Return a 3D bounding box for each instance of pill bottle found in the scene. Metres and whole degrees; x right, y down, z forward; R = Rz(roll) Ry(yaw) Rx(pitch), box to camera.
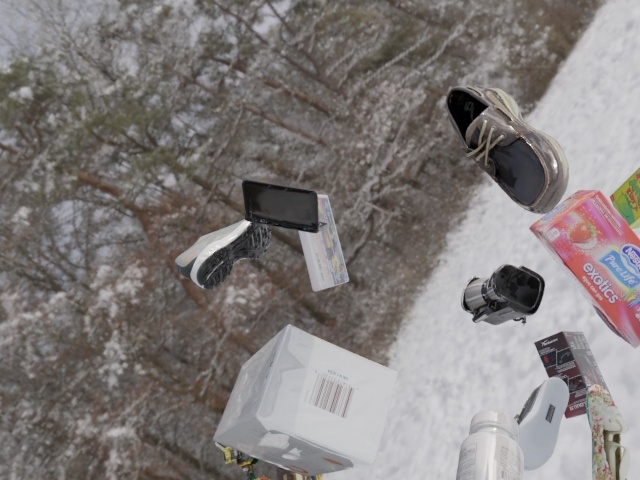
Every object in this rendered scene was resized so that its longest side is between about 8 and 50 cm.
[{"bbox_3d":[0.344,0.463,1.379,0.229,0.131,0.131,-64,-4,-51],"label":"pill bottle"}]

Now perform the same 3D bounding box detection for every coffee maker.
[{"bbox_3d":[0.440,0.128,1.577,0.178,0.171,0.120,135,137,-70],"label":"coffee maker"}]

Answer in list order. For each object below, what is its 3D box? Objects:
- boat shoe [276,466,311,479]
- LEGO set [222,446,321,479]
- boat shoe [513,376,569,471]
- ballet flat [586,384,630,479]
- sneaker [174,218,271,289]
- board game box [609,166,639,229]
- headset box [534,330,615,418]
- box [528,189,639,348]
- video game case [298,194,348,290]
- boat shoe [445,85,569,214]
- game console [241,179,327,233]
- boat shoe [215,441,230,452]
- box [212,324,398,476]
[{"bbox_3d":[-0.051,0.656,1.724,0.095,0.095,0.257,-35,45,41],"label":"boat shoe"},{"bbox_3d":[-0.093,0.554,1.505,0.192,0.255,0.331,58,-157,-68],"label":"LEGO set"},{"bbox_3d":[0.584,0.508,1.876,0.306,0.113,0.105,-56,3,-36],"label":"boat shoe"},{"bbox_3d":[0.626,0.431,1.461,0.077,0.091,0.240,-23,61,55],"label":"ballet flat"},{"bbox_3d":[-0.204,0.007,1.483,0.272,0.108,0.100,-35,-49,-46],"label":"sneaker"},{"bbox_3d":[0.718,-0.100,1.515,0.181,0.043,0.092,97,162,-68],"label":"board game box"},{"bbox_3d":[0.848,0.455,2.251,0.110,0.293,0.218,-31,-24,31],"label":"headset box"},{"bbox_3d":[0.588,0.051,1.398,0.142,0.300,0.154,-39,-1,8],"label":"box"},{"bbox_3d":[0.000,0.000,1.438,0.183,0.023,0.201,-6,-99,-70],"label":"video game case"},{"bbox_3d":[0.315,-0.169,1.229,0.355,0.130,0.132,-110,35,-52],"label":"boat shoe"},{"bbox_3d":[-0.054,-0.056,1.076,0.107,0.122,0.071,-26,-55,-73],"label":"game console"},{"bbox_3d":[-0.262,0.636,2.042,0.043,0.137,0.049,-55,-26,3],"label":"boat shoe"},{"bbox_3d":[-0.039,0.309,1.252,0.345,0.215,0.168,-47,21,60],"label":"box"}]
